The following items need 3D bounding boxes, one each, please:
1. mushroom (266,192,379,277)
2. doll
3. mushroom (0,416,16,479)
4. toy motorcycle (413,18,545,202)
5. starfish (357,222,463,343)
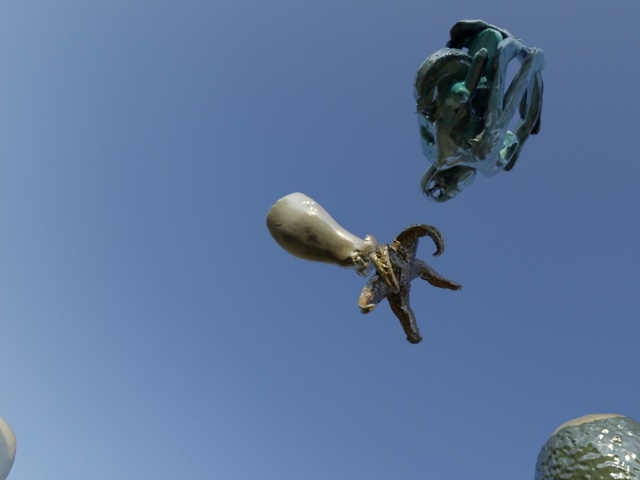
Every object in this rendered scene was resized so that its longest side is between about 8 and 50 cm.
[{"bbox_3d":[0.000,0.000,0.988,0.225,0.093,0.116,35,-74,27],"label":"mushroom"},{"bbox_3d":[0.510,0.471,0.867,0.247,0.350,0.248,-1,-59,-2],"label":"doll"},{"bbox_3d":[-0.370,0.149,0.357,0.314,0.314,0.336,36,-12,16],"label":"mushroom"},{"bbox_3d":[0.230,-0.180,0.762,0.154,0.206,0.260,57,-11,43],"label":"toy motorcycle"},{"bbox_3d":[0.120,0.068,0.753,0.074,0.189,0.147,8,-57,50],"label":"starfish"}]
